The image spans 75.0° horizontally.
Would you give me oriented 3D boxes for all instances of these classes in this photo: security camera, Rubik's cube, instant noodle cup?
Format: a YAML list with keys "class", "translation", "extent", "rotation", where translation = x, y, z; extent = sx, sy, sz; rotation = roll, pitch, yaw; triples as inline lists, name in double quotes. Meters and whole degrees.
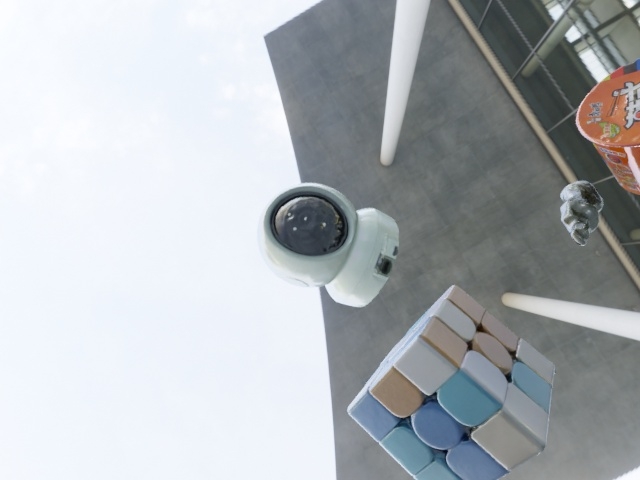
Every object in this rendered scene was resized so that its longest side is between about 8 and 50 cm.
- class: "security camera"
  translation: [0.000, 0.000, 0.760]
  extent: [0.236, 0.194, 0.194]
  rotation: [23, -91, -13]
- class: "Rubik's cube"
  translation: [0.344, 0.388, 1.099]
  extent: [0.344, 0.347, 0.346]
  rotation: [41, -59, 15]
- class: "instant noodle cup"
  translation: [0.684, -0.224, 0.840]
  extent: [0.250, 0.250, 0.192]
  rotation: [-49, -57, 1]

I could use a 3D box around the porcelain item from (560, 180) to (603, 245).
- class: "porcelain item"
  translation: [0.523, -0.053, 0.844]
  extent: [0.069, 0.216, 0.081]
  rotation: [-30, -84, 41]
